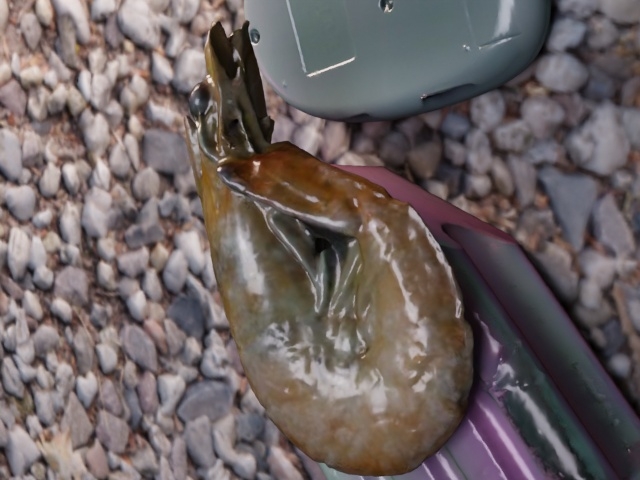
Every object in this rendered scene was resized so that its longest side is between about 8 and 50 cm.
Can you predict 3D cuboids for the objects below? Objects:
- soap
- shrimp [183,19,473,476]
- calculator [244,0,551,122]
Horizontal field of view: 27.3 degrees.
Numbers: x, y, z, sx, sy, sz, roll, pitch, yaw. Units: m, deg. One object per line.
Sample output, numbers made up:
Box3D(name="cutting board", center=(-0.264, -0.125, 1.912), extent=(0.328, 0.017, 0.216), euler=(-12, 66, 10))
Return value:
Box3D(name="soap", center=(0.063, 0.074, 0.917), extent=(0.193, 0.109, 0.324), euler=(-44, 72, 33))
Box3D(name="shrimp", center=(0.000, 0.000, 0.846), extent=(0.168, 0.077, 0.317), euler=(-19, 90, 28))
Box3D(name="calculator", center=(0.061, -0.182, 0.912), extent=(0.298, 0.041, 0.186), euler=(-13, 90, 40))
